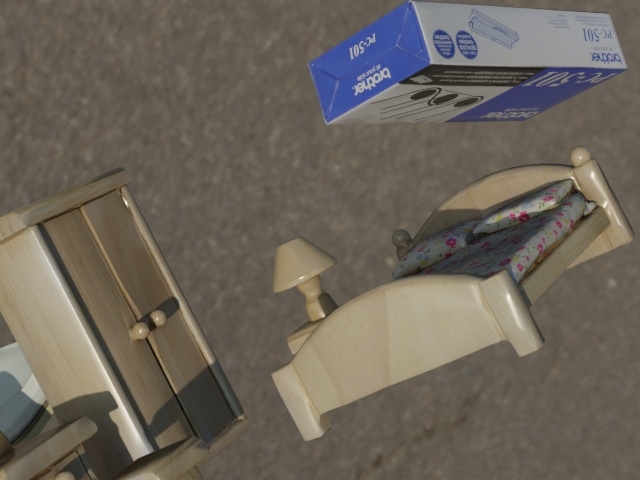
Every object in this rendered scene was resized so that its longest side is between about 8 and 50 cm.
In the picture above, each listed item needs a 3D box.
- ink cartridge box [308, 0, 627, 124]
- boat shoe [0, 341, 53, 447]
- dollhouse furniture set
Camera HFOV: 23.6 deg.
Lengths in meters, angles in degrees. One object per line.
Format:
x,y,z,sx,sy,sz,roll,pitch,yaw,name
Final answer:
0.101,-0.114,1.002,0.207,0.097,0.046,-6,76,-45,ink cartridge box
-0.378,0.177,1.668,0.103,0.302,0.113,31,44,-27,boat shoe
0.000,0.000,0.775,0.174,0.355,0.303,62,28,-4,dollhouse furniture set
